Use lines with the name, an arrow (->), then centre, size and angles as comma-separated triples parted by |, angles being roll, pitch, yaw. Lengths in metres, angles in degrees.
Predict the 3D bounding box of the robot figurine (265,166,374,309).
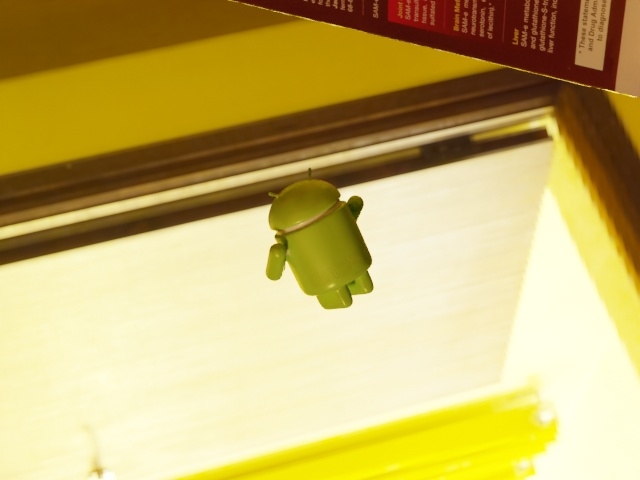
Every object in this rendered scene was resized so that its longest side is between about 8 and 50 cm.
robot figurine -> 0.000, 0.000, 1.085 | 0.067, 0.101, 0.115 | -7, -68, 60

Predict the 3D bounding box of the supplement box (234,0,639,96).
supplement box -> 0.059, -0.163, 0.620 | 0.239, 0.073, 0.130 | 19, -53, 26
